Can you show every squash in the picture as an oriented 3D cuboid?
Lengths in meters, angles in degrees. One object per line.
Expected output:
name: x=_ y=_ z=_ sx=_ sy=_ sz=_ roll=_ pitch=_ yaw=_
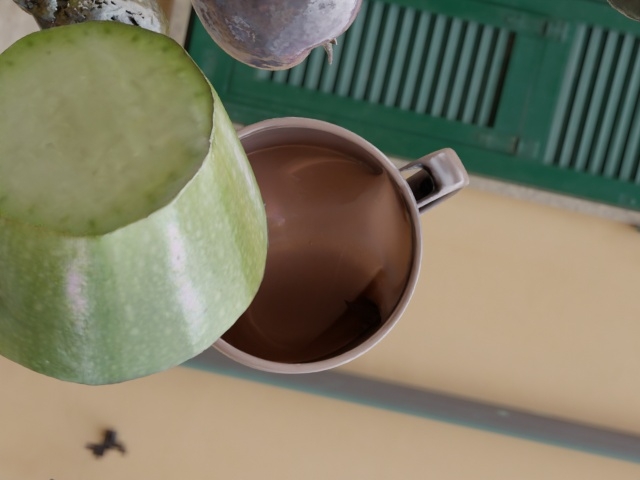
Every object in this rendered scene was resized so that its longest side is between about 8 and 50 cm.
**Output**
squash: x=-0.109 y=-0.024 z=0.620 sx=0.123 sy=0.170 sz=0.170 roll=93 pitch=7 yaw=-61

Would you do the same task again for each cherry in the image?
cherry: x=-0.051 y=-0.301 z=1.487 sx=0.213 sy=0.266 sz=0.183 roll=-30 pitch=-149 yaw=49

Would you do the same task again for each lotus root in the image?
lotus root: x=-0.198 y=-0.191 z=1.125 sx=0.165 sy=0.088 sz=0.088 roll=13 pitch=89 yaw=-50

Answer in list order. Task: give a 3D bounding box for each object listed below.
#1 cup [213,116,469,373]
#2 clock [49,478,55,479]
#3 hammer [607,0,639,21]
cup: x=0.000 y=0.000 z=1.048 sx=0.191 sy=0.253 sz=0.200 roll=61 pitch=-8 yaw=4
clock: x=-0.239 y=0.270 z=1.073 sx=0.108 sy=0.045 sz=0.147 roll=-88 pitch=-158 yaw=-60
hammer: x=0.241 y=-0.224 z=0.723 sx=0.226 sy=0.041 sz=0.158 roll=-61 pitch=-150 yaw=17
